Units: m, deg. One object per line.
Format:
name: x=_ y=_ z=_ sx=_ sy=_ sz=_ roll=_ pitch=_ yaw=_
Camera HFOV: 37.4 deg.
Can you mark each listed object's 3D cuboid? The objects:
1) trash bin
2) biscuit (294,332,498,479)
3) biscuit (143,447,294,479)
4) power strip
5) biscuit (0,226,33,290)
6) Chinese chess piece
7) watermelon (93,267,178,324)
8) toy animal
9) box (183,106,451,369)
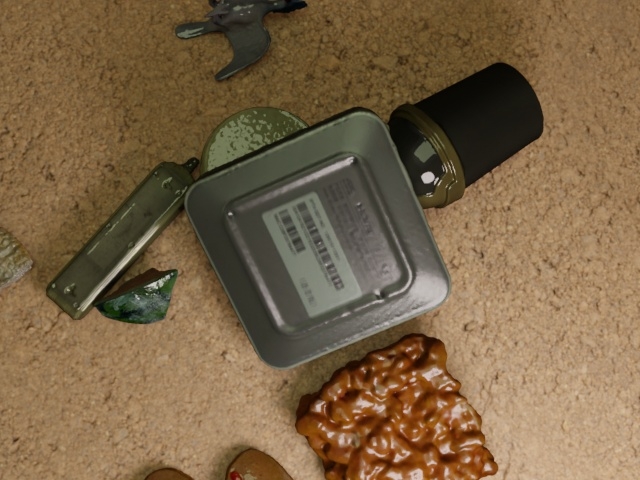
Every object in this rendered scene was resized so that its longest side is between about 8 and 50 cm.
trash bin: x=0.248 y=-0.191 z=1.820 sx=0.334 sy=0.214 sz=0.214 roll=-30 pitch=83 yaw=-12
biscuit: x=0.136 y=0.361 z=1.764 sx=0.318 sy=0.110 sz=0.312 roll=-26 pitch=84 yaw=-8
biscuit: x=-0.179 y=0.495 z=1.747 sx=0.277 sy=0.052 sz=0.262 roll=-35 pitch=84 yaw=-9
power strip: x=-0.368 y=-0.016 z=1.825 sx=0.092 sy=0.066 sz=0.387 roll=41 pitch=82 yaw=6
biscuit: x=-0.683 y=0.051 z=1.801 sx=0.265 sy=0.040 sz=0.188 roll=2 pitch=79 yaw=-2
Chinese chess piece: x=-0.110 y=-0.135 z=1.840 sx=0.250 sy=0.101 sz=0.250 roll=1 pitch=80 yaw=-4
watermelon: x=-0.348 y=0.114 z=1.800 sx=0.155 sy=0.080 sz=0.101 roll=-22 pitch=120 yaw=-28
toy animal: x=-0.164 y=-0.448 z=1.909 sx=0.255 sy=0.176 sz=0.239 roll=-14 pitch=75 yaw=29
box: x=0.000 y=-0.001 z=1.723 sx=0.396 sy=0.111 sz=0.396 roll=-24 pitch=105 yaw=8
